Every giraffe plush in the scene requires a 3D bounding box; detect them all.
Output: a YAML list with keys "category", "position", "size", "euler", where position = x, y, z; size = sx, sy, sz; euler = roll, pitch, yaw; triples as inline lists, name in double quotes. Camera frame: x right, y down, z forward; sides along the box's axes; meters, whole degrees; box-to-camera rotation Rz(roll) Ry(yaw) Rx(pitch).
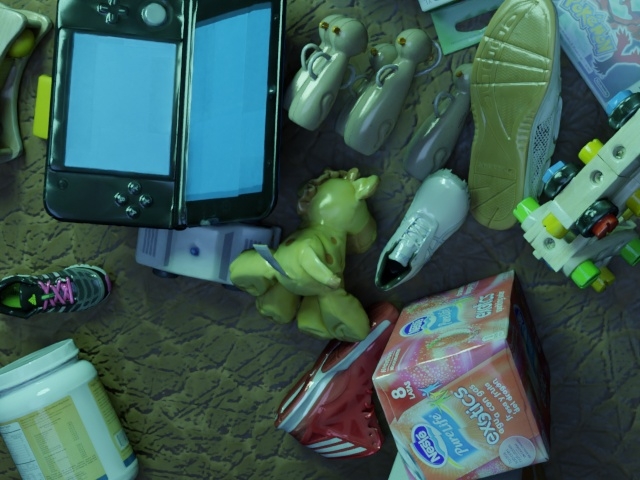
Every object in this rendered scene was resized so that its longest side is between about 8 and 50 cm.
- category: "giraffe plush"
  position: [0.000, 0.000, 1.447]
  size: [0.181, 0.210, 0.170]
  euler: [18, 62, 22]

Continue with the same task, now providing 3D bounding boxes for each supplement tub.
- category: "supplement tub"
  position: [-0.336, 0.243, 1.559]
  size: [0.144, 0.144, 0.199]
  euler: [-22, 95, 14]

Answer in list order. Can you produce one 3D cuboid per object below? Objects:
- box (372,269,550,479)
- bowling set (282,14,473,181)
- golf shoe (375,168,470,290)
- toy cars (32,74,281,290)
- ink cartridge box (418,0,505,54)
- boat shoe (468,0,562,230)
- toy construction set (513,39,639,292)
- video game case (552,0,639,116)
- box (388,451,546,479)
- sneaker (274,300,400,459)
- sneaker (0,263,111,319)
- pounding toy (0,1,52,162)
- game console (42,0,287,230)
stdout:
- category: "box"
  position: [0.167, 0.151, 1.363]
  size: [0.154, 0.300, 0.142]
  euler: [-18, 98, 15]
- category: "bowling set"
  position: [0.037, -0.198, 1.393]
  size: [0.200, 0.287, 0.154]
  euler: [36, 100, 37]
- category: "golf shoe"
  position: [0.119, -0.005, 1.424]
  size: [0.069, 0.086, 0.176]
  euler: [32, 131, 6]
- category: "toy cars"
  position: [-0.216, -0.072, 1.506]
  size: [0.176, 0.087, 0.393]
  euler: [-39, 91, 15]
- category: "ink cartridge box"
  position: [0.155, -0.331, 1.398]
  size: [0.109, 0.062, 0.209]
  euler: [-19, 96, 14]
- category: "boat shoe"
  position: [0.235, -0.153, 1.403]
  size: [0.098, 0.096, 0.277]
  euler: [21, 114, 33]
- category: "toy construction set"
  position: [0.340, -0.080, 1.327]
  size: [0.151, 0.215, 0.327]
  euler: [37, 110, 29]
- category: "video game case"
  position: [0.362, -0.268, 1.390]
  size: [0.183, 0.023, 0.201]
  euler: [-35, 92, 15]
- category: "box"
  position: [0.181, 0.358, 1.376]
  size: [0.168, 0.345, 0.215]
  euler: [-15, 98, 14]
- category: "sneaker"
  position: [0.054, 0.185, 1.518]
  size: [0.128, 0.087, 0.221]
  euler: [38, 110, -12]
- category: "sneaker"
  position: [-0.358, 0.071, 1.567]
  size: [0.170, 0.075, 0.063]
  euler: [-5, 99, 12]
- category: "pounding toy"
  position: [-0.448, -0.176, 1.496]
  size: [0.154, 0.155, 0.269]
  euler: [37, 105, 7]
- category: "game console"
  position: [-0.183, -0.167, 1.390]
  size: [0.250, 0.173, 0.293]
  euler: [4, 81, -14]
